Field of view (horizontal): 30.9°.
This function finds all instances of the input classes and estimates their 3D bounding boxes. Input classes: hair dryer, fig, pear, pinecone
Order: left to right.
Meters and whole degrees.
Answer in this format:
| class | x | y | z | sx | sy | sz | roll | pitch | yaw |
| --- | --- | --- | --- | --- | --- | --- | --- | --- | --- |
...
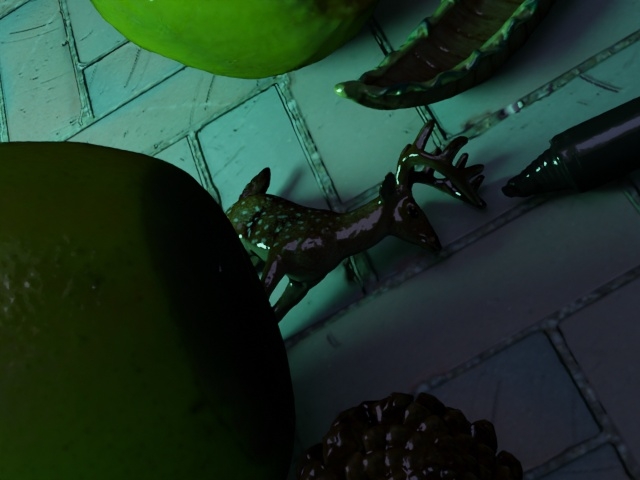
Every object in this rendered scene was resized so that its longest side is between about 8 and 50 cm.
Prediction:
| class | x | y | z | sx | sy | sz | roll | pitch | yaw |
| --- | --- | --- | --- | --- | --- | --- | --- | --- | --- |
| pear | -0.123 | 0.081 | 0.785 | 0.165 | 0.399 | 0.399 | -22 | 46 | 6 |
| fig | -0.082 | -0.314 | 1.145 | 0.343 | 0.343 | 0.343 | -17 | 47 | 20 |
| pinecone | 0.049 | 0.183 | 0.766 | 0.173 | 0.173 | 0.174 | -17 | 47 | 20 |
| hair dryer | 0.303 | -0.092 | 0.882 | 0.352 | 0.107 | 0.189 | -27 | 46 | 22 |

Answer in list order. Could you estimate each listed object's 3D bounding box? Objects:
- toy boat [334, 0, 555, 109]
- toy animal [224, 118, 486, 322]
| class | x | y | z | sx | sy | sz | roll | pitch | yaw |
| --- | --- | --- | --- | --- | --- | --- | --- | --- | --- |
| toy boat | 0.129 | -0.194 | 1.063 | 0.293 | 0.099 | 0.108 | -44 | 44 | -18 |
| toy animal | -0.008 | -0.010 | 1.002 | 0.243 | 0.087 | 0.260 | 24 | 73 | 41 |
